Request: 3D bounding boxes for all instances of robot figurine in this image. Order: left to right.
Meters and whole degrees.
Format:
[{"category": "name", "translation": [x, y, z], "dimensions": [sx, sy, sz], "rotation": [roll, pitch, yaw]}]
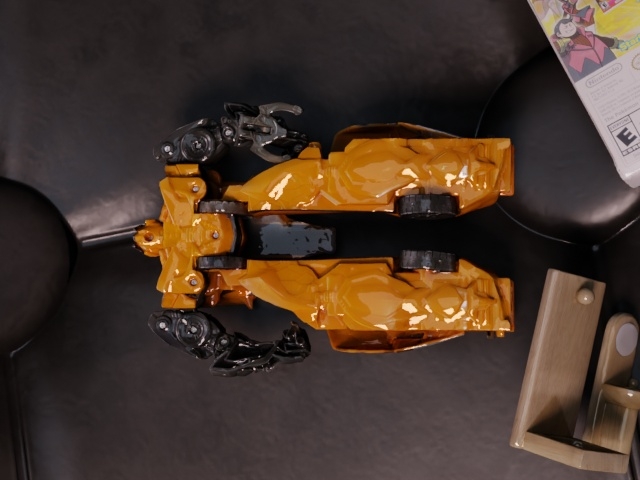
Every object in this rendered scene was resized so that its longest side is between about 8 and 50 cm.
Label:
[{"category": "robot figurine", "translation": [0.000, 0.000, 0.804], "dimensions": [0.291, 0.085, 0.211], "rotation": [0, 85, 15]}]

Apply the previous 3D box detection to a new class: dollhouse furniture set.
[{"category": "dollhouse furniture set", "translation": [0.240, 0.100, 0.697], "dimensions": [0.151, 0.144, 0.123], "rotation": [10, 86, 53]}]

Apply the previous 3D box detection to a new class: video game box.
[{"category": "video game box", "translation": [0.265, -0.166, 0.741], "dimensions": [0.205, 0.048, 0.187], "rotation": [-29, 72, 19]}]
